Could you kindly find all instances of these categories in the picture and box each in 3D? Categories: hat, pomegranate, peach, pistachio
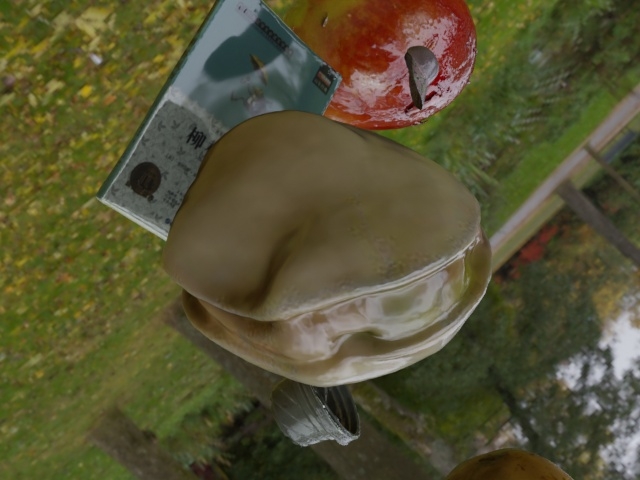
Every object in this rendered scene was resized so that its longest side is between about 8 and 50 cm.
[{"bbox_3d":[0.140,-0.218,1.139,0.042,0.087,0.058,-11,162,1],"label":"hat"},{"bbox_3d":[0.275,0.423,1.242,0.248,0.248,0.248,-41,169,-10],"label":"pomegranate"},{"bbox_3d":[0.103,-0.361,1.586,0.370,0.370,0.370,-41,169,-10],"label":"peach"},{"bbox_3d":[0.000,0.000,1.011,0.365,0.445,0.281,-22,119,-13],"label":"pistachio"}]

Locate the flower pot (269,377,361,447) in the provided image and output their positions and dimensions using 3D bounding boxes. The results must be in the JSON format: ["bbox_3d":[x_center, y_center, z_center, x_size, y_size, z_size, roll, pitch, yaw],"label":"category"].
[{"bbox_3d":[-0.021,0.365,1.898,0.140,0.235,0.235,-33,172,14],"label":"flower pot"}]

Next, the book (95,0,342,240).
[{"bbox_3d":[-0.137,-0.161,1.281,0.264,0.031,0.379,36,79,-41],"label":"book"}]
